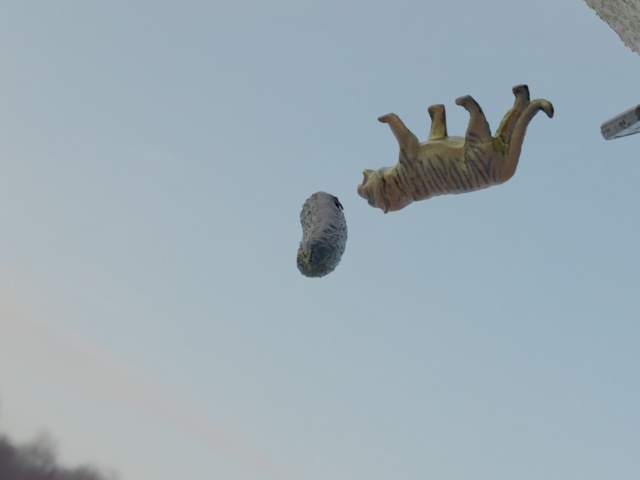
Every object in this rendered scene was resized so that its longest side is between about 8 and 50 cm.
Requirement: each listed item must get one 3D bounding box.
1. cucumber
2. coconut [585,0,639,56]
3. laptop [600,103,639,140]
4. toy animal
[{"bbox_3d":[0.003,0.000,2.205,0.067,0.067,0.245,31,16,-10],"label":"cucumber"},{"bbox_3d":[0.358,-0.254,1.401,0.309,0.297,0.297,40,-16,-8],"label":"coconut"},{"bbox_3d":[0.425,-0.152,1.884,0.207,0.026,0.154,-15,-2,-9],"label":"laptop"},{"bbox_3d":[0.131,-0.088,1.672,0.241,0.099,0.057,-9,3,39],"label":"toy animal"}]
